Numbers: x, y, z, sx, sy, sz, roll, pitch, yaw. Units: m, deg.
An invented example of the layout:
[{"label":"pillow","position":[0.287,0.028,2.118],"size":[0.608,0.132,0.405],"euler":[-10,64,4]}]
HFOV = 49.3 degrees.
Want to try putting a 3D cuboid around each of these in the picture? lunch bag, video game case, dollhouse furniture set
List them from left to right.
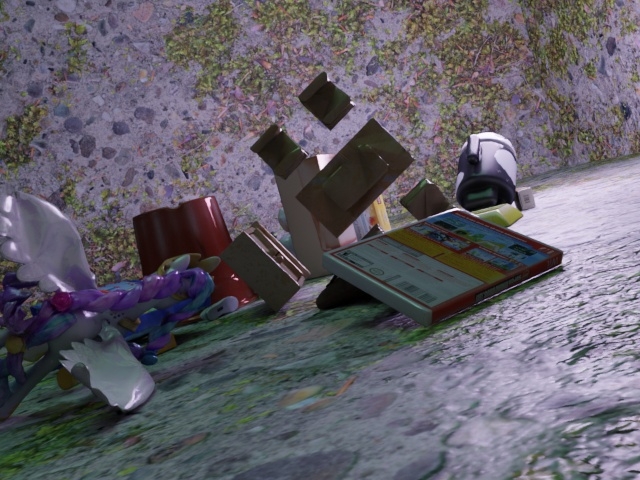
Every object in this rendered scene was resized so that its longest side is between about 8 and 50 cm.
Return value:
[{"label":"lunch bag","position":[-0.367,0.143,1.327],"size":[0.293,0.138,0.221],"euler":[-13,3,40]},{"label":"dollhouse furniture set","position":[0.006,-0.065,1.418],"size":[0.394,0.362,0.256],"euler":[-45,3,5]},{"label":"video game case","position":[0.174,0.026,0.986],"size":[0.285,0.025,0.204],"euler":[-18,31,-35]}]

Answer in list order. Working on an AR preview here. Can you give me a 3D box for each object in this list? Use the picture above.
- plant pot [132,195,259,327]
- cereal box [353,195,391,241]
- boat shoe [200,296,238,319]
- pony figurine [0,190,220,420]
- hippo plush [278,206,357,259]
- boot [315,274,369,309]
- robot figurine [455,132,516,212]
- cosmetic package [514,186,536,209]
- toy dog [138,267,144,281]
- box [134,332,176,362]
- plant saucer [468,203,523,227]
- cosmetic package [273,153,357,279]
[{"label":"plant pot","position":[-0.311,0.045,1.647],"size":[0.272,0.265,0.272],"euler":[-15,3,1]},{"label":"cereal box","position":[0.115,-0.054,2.159],"size":[0.047,0.173,0.240],"euler":[-19,4,-37]},{"label":"boat shoe","position":[-0.221,0.148,1.511],"size":[0.035,0.035,0.100],"euler":[-10,13,37]},{"label":"pony figurine","position":[-0.340,0.114,0.958],"size":[0.363,0.303,0.351],"euler":[-30,-9,12]},{"label":"hippo plush","position":[0.000,0.000,2.011],"size":[0.294,0.234,0.237],"euler":[-31,25,32]},{"label":"boot","position":[0.078,0.076,1.146],"size":[0.207,0.090,0.248],"euler":[-30,1,26]},{"label":"robot figurine","position":[0.487,-0.187,2.035],"size":[0.173,0.278,0.209],"euler":[13,-37,2]},{"label":"cosmetic package","position":[0.595,-0.123,2.044],"size":[0.041,0.060,0.115],"euler":[-15,2,8]},{"label":"toy dog","position":[-0.477,0.152,2.075],"size":[0.220,0.161,0.333],"euler":[-10,21,35]},{"label":"box","position":[-0.327,0.198,1.210],"size":[0.081,0.028,0.136],"euler":[-14,6,38]},{"label":"plant saucer","position":[0.412,-0.052,1.802],"size":[0.188,0.045,0.188],"euler":[-14,4,28]},{"label":"cosmetic package","position":[-0.004,-0.063,1.784],"size":[0.129,0.296,0.153],"euler":[-13,5,20]}]
